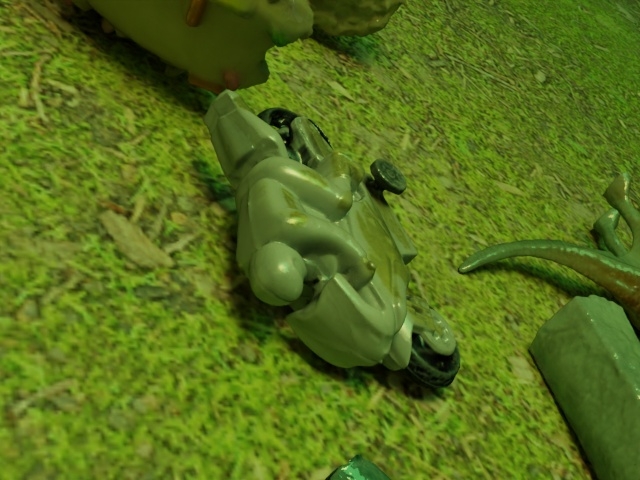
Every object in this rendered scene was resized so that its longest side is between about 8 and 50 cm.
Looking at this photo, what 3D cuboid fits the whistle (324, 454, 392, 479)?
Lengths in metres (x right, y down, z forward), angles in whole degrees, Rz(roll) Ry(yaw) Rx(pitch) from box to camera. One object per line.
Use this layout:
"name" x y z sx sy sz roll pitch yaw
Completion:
"whistle" 0.074 0.176 0.381 0.186 0.039 0.039 43 34 10

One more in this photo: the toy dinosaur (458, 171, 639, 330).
"toy dinosaur" 0.289 0.029 0.718 0.393 0.092 0.205 11 46 -37

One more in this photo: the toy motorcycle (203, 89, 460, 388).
"toy motorcycle" 0.000 0.000 0.500 0.151 0.074 0.228 -8 63 -53

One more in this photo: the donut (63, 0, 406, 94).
"donut" -0.085 -0.265 0.674 0.307 0.150 0.371 39 33 4

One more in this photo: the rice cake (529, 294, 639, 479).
"rice cake" 0.210 0.123 0.541 0.063 0.069 0.206 13 41 -30
